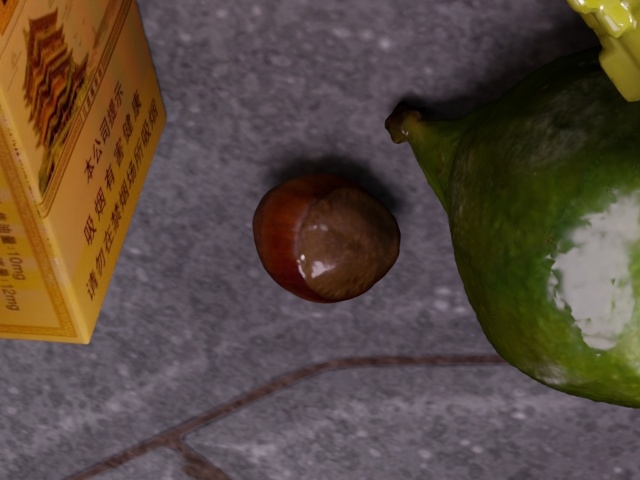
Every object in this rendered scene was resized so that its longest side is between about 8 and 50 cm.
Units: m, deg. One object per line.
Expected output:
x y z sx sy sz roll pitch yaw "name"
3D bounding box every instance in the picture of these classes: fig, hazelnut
0.140 -0.026 0.946 0.235 0.203 0.203 31 159 48 "fig"
0.000 0.000 1.048 0.086 0.086 0.086 8 139 7 "hazelnut"

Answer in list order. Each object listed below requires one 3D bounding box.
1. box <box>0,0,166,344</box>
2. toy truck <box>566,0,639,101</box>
-0.156 -0.100 0.901 0.076 0.174 0.274 2 138 12 "box"
0.248 -0.202 0.660 0.254 0.180 0.405 51 133 -1 "toy truck"
